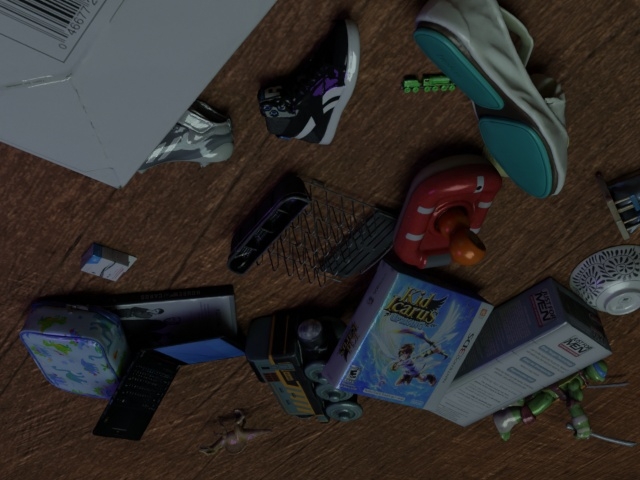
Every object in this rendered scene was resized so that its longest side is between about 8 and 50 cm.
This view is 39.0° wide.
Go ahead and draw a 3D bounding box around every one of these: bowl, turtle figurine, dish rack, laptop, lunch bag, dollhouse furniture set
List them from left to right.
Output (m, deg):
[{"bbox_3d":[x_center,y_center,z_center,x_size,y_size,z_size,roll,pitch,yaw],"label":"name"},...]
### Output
[{"bbox_3d":[-0.442,0.200,1.657,0.176,0.090,0.219,5,142,12],"label":"lunch bag"},{"bbox_3d":[-0.271,0.283,1.709,0.136,0.264,0.234,26,171,15],"label":"laptop"},{"bbox_3d":[0.000,0.000,1.528,0.271,0.074,0.208,19,134,-30],"label":"dish rack"},{"bbox_3d":[0.536,0.376,1.995,0.266,0.198,0.274,-25,135,25],"label":"turtle figurine"},{"bbox_3d":[0.574,0.091,1.743,0.170,0.080,0.170,-5,140,-4],"label":"bowl"},{"bbox_3d":[0.560,-0.036,1.501,0.129,0.184,0.129,-24,139,19],"label":"dollhouse furniture set"}]

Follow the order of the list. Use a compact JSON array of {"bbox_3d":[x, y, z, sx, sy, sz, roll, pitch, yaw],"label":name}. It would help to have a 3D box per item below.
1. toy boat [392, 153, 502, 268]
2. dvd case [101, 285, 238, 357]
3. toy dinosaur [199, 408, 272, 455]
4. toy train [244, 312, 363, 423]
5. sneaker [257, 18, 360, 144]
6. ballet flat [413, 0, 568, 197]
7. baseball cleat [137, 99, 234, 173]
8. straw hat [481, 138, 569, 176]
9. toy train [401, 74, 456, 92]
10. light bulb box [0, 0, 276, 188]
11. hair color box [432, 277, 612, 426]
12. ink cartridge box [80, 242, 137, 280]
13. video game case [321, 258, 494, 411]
[{"bbox_3d":[0.218,-0.024,1.458,0.151,0.151,0.231,-7,138,-23],"label":"toy boat"},{"bbox_3d":[-0.277,0.156,1.702,0.238,0.029,0.179,-5,141,-6],"label":"dvd case"},{"bbox_3d":[-0.179,0.426,2.001,0.183,0.093,0.053,-21,140,15],"label":"toy dinosaur"},{"bbox_3d":[-0.024,0.259,1.804,0.190,0.142,0.334,-4,144,14],"label":"toy train"},{"bbox_3d":[-0.024,-0.214,1.254,0.121,0.079,0.217,1,141,-14],"label":"sneaker"},{"bbox_3d":[0.273,-0.213,1.274,0.139,0.139,0.400,-27,134,21],"label":"ballet flat"},{"bbox_3d":[-0.230,-0.155,1.312,0.206,0.072,0.109,-7,128,-10],"label":"baseball cleat"},{"bbox_3d":[0.335,-0.127,1.445,0.144,0.061,0.144,-5,142,-4],"label":"straw hat"},{"bbox_3d":[0.159,-0.230,1.321,0.083,0.017,0.024,-4,130,-6],"label":"toy train"},{"bbox_3d":[-0.196,-0.315,0.876,0.225,0.361,0.358,23,131,-31],"label":"light bulb box"},{"bbox_3d":[0.380,0.239,1.863,0.374,0.114,0.185,-34,135,29],"label":"hair color box"},{"bbox_3d":[-0.360,0.040,1.544,0.083,0.028,0.048,21,133,-32],"label":"ink cartridge box"},{"bbox_3d":[0.167,0.184,1.688,0.269,0.061,0.244,19,102,-38],"label":"video game case"}]
